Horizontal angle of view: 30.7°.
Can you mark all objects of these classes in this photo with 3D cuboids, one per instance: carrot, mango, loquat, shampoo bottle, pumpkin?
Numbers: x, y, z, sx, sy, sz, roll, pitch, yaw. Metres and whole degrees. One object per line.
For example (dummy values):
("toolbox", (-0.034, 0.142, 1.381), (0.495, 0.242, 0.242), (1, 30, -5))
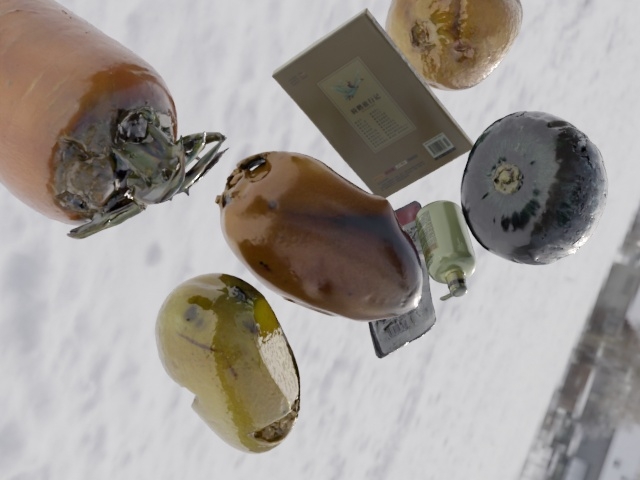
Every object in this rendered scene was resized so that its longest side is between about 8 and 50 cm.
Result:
("carrot", (-0.254, -0.117, 1.216), (0.193, 0.331, 0.214), (-42, 143, -21))
("mango", (0.000, 0.000, 1.487), (0.201, 0.287, 0.153), (-52, -161, 30))
("loquat", (0.263, -0.441, 2.312), (0.284, 0.276, 0.276), (-55, 154, -45))
("mango", (-0.109, 0.159, 1.446), (0.130, 0.167, 0.262), (-53, 125, -46))
("shampoo bottle", (0.201, 0.018, 1.831), (0.079, 0.079, 0.162), (79, 0, -52))
("pumpkin", (0.314, -0.079, 1.741), (0.163, 0.233, 0.233), (6, 103, -47))

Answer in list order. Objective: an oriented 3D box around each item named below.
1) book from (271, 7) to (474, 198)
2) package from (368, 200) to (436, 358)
("book", (0.092, -0.228, 2.025), (0.310, 0.217, 0.021), (49, 33, -19))
("package", (0.131, 0.064, 1.947), (0.154, 0.030, 0.239), (-24, 116, -35))
